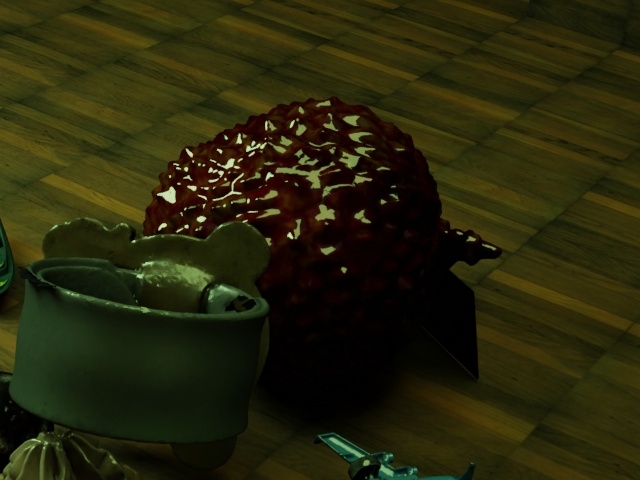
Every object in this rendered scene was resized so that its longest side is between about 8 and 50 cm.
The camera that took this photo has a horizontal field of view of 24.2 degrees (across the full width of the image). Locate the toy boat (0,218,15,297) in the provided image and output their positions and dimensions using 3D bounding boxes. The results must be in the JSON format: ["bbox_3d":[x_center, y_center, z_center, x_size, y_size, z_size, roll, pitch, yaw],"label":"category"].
[{"bbox_3d":[-0.517,0.017,2.265,0.092,0.103,0.246,-4,33,-20],"label":"toy boat"}]

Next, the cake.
[{"bbox_3d":[-0.287,0.302,1.722,0.207,0.178,0.185,27,33,27],"label":"cake"}]

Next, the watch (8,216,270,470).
[{"bbox_3d":[-0.231,0.119,1.752,0.335,0.314,0.327,13,7,12],"label":"watch"}]

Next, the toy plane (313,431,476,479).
[{"bbox_3d":[0.092,0.326,1.843,0.271,0.105,0.254,-10,47,-21],"label":"toy plane"}]

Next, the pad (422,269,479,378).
[{"bbox_3d":[0.168,0.083,2.233,0.004,0.164,0.243,-21,37,-20],"label":"pad"}]

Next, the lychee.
[{"bbox_3d":[0.000,0.000,2.079,0.499,0.425,0.425,1,29,-1],"label":"lychee"}]

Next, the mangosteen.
[{"bbox_3d":[-0.409,0.239,1.858,0.152,0.153,0.152,5,29,-3],"label":"mangosteen"}]
